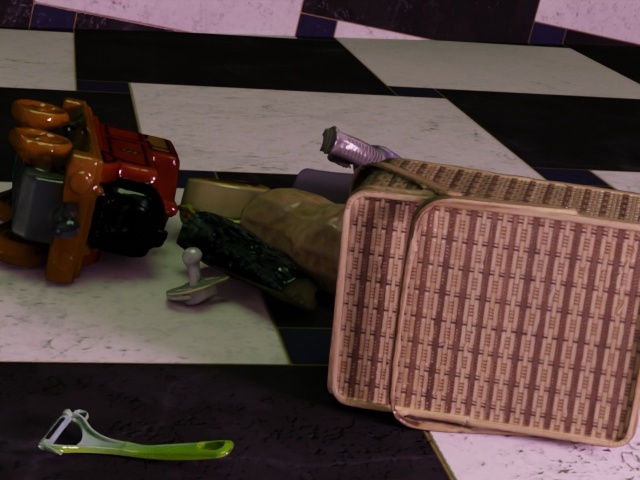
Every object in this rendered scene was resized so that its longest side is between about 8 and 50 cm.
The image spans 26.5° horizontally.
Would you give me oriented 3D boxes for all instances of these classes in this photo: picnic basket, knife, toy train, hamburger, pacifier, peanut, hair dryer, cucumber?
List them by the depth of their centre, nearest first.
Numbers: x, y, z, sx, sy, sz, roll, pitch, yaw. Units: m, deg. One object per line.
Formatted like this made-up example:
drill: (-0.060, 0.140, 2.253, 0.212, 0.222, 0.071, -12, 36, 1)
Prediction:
knife: (-0.156, 0.175, 1.182, 0.166, 0.023, 0.078, 6, 24, 7)
picnic basket: (0.163, 0.057, 1.320, 0.312, 0.228, 0.175, 9, 15, 10)
pacifier: (-0.146, 0.039, 1.554, 0.068, 0.064, 0.083, -5, 9, 33)
cucumber: (-0.078, 0.019, 1.594, 0.211, 0.062, 0.078, 21, -10, 46)
peanut: (0.000, 0.000, 1.630, 0.256, 0.124, 0.123, 20, 23, 39)
hair dryer: (0.065, -0.072, 1.662, 0.301, 0.121, 0.361, 13, -12, 24)
toy train: (-0.291, -0.069, 1.713, 0.231, 0.163, 0.369, 9, 16, -15)
hamburger: (-0.125, -0.039, 1.781, 0.126, 0.082, 0.141, 7, 5, -3)
